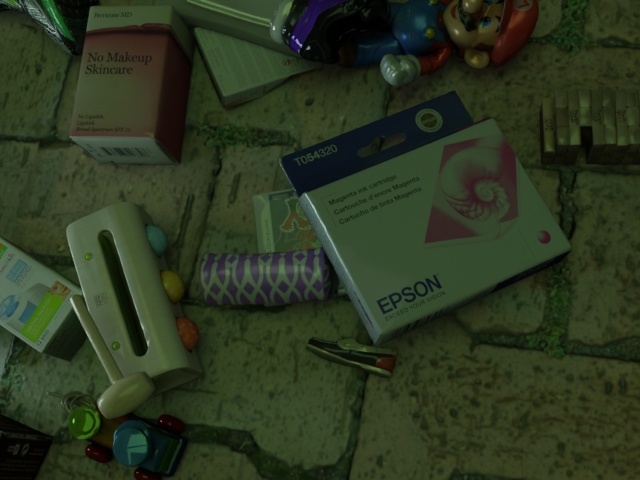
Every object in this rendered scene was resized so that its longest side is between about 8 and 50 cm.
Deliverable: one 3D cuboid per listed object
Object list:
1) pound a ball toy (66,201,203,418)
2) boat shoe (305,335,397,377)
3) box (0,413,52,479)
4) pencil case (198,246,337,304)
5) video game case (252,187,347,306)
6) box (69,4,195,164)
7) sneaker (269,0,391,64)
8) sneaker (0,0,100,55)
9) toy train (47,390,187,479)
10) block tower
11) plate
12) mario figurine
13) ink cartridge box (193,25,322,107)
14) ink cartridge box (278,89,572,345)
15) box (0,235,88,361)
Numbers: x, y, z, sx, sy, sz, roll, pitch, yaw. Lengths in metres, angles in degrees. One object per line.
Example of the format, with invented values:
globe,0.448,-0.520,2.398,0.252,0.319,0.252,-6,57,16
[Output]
pound a ball toy,-0.269,0.098,1.314,0.135,0.208,0.319,-23,72,3
boat shoe,0.046,0.165,1.329,0.136,0.049,0.043,15,75,10
box,-0.547,0.327,1.317,0.203,0.168,0.167,20,79,13
pencil case,-0.079,0.050,1.341,0.206,0.086,0.088,-2,40,7
video game case,0.000,0.000,1.394,0.201,0.023,0.184,-9,74,6
box,-0.304,-0.252,1.458,0.148,0.127,0.233,2,75,10
sneaker,0.063,-0.391,1.357,0.146,0.102,0.293,39,97,25
sneaker,-0.513,-0.441,1.562,0.343,0.134,0.146,48,111,14
toy train,-0.331,0.270,1.310,0.247,0.143,0.105,21,79,14
block tower,0.501,-0.167,1.324,0.335,0.091,0.097,-1,75,10
plate,-0.116,-0.458,1.418,0.277,0.045,0.278,18,109,2
mario figurine,0.173,-0.352,1.382,0.320,0.170,0.198,0,109,17
ink cartridge box,-0.106,-0.315,1.499,0.179,0.045,0.146,-19,71,-15
ink cartridge box,0.150,-0.056,1.319,0.324,0.071,0.330,-23,73,-15
box,-0.460,0.087,1.402,0.203,0.103,0.114,31,81,16
